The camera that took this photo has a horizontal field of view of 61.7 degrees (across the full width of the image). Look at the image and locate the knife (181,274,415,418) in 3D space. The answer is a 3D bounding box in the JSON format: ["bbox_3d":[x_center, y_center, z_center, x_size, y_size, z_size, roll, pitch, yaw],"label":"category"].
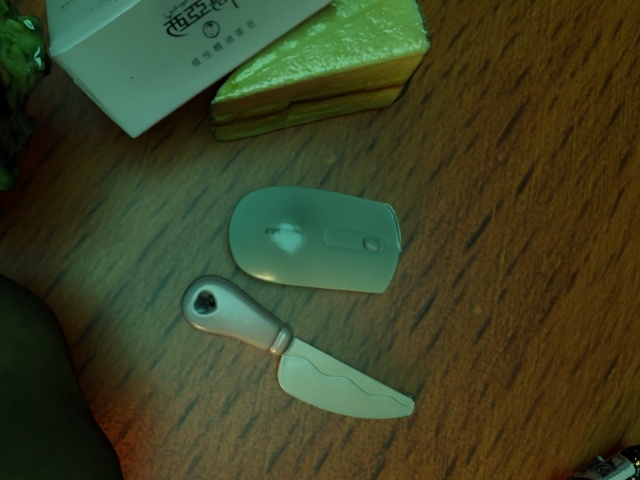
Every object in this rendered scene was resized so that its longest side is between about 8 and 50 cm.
[{"bbox_3d":[-0.026,0.154,0.672,0.336,0.043,0.081,33,85,-9],"label":"knife"}]

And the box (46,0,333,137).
[{"bbox_3d":[-0.140,-0.268,0.569,0.274,0.116,0.203,-34,48,2],"label":"box"}]

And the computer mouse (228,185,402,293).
[{"bbox_3d":[0.000,0.000,0.675,0.231,0.079,0.127,4,86,-15],"label":"computer mouse"}]

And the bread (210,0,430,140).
[{"bbox_3d":[-0.022,-0.240,0.646,0.264,0.168,0.163,-15,85,-11],"label":"bread"}]

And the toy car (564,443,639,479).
[{"bbox_3d":[0.385,0.342,0.720,0.171,0.070,0.080,-21,89,-15],"label":"toy car"}]

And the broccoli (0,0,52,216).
[{"bbox_3d":[-0.369,-0.130,0.370,0.294,0.280,0.347,-5,114,1],"label":"broccoli"}]

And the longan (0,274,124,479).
[{"bbox_3d":[-0.358,0.222,0.443,0.405,0.336,0.403,-1,70,2],"label":"longan"}]
